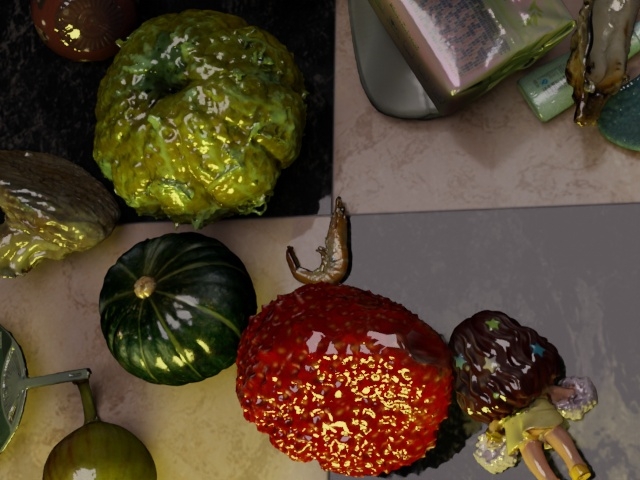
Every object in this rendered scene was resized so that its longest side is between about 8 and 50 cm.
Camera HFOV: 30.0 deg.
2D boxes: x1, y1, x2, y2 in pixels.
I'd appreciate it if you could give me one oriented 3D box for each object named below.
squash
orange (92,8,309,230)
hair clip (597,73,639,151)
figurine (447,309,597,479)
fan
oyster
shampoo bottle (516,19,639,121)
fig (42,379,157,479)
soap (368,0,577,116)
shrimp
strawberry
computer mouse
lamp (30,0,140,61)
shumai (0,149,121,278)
[{"bbox_3d":[-0.187,0.089,1.569,0.218,0.172,0.218,-6,77,26],"label":"squash"},{"bbox_3d":[-0.173,-0.167,1.591,0.300,0.223,0.301,30,83,22],"label":"orange"},{"bbox_3d":[0.561,-0.212,1.400,0.392,0.238,0.318,30,85,19],"label":"hair clip"},{"bbox_3d":[0.243,0.196,1.460,0.174,0.116,0.240,-33,73,7],"label":"figurine"},{"bbox_3d":[-0.462,0.187,1.676,0.294,0.012,0.223,-41,61,16],"label":"fan"},{"bbox_3d":[0.353,-0.303,1.495,0.078,0.128,0.345,6,78,39],"label":"oyster"},{"bbox_3d":[0.354,-0.231,1.558,0.190,0.041,0.069,-32,68,6],"label":"shampoo bottle"},{"bbox_3d":[-0.304,0.299,1.586,0.142,0.148,0.186,-42,29,-5],"label":"fig"},{"bbox_3d":[0.182,-0.289,1.497,0.182,0.138,0.199,-32,88,-6],"label":"soap"},{"bbox_3d":[0.000,0.000,1.615,0.091,0.025,0.127,10,84,18],"label":"shrimp"},{"bbox_3d":[0.030,0.170,1.445,0.261,0.257,0.261,-1,101,-5],"label":"strawberry"},{"bbox_3d":[0.132,-0.326,1.615,0.197,0.095,0.331,-9,76,17],"label":"computer mouse"},{"bbox_3d":[-0.339,-0.339,1.725,0.157,0.156,0.135,-5,32,-17],"label":"lamp"},{"bbox_3d":[-0.397,-0.030,1.681,0.209,0.161,0.153,25,109,-3],"label":"shumai"}]
